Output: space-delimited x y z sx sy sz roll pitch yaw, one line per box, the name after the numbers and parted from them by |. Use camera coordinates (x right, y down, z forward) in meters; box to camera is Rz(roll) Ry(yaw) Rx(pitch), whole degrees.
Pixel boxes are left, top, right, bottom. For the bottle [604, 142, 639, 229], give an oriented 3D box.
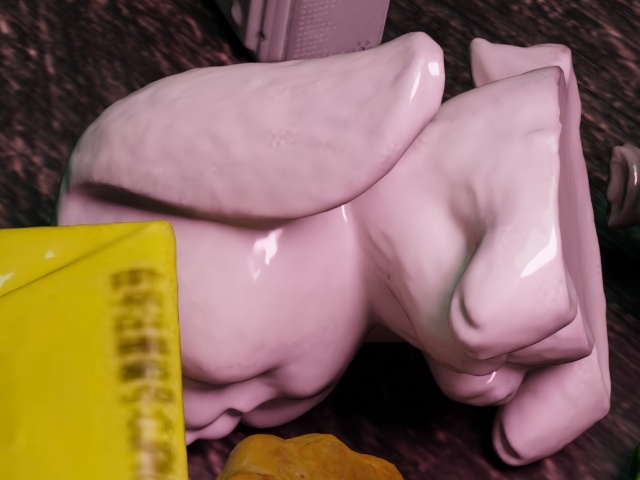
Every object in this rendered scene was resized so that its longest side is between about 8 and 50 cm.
0.332 -0.017 1.030 0.352 0.229 0.229 7 42 2 | bottle

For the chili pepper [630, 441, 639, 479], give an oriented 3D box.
0.141 0.148 0.928 0.182 0.050 0.073 -32 65 -34 | chili pepper

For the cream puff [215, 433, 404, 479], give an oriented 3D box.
-0.008 0.164 0.838 0.146 0.116 0.146 29 26 -15 | cream puff

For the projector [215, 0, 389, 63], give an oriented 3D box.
-0.022 -0.253 1.165 0.099 0.256 0.192 -13 49 -24 | projector

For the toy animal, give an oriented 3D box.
0.000 0.000 0.950 0.265 0.271 0.206 -5 69 14 | toy animal

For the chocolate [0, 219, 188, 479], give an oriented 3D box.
-0.191 0.141 0.768 0.289 0.137 0.301 -5 46 -3 | chocolate
